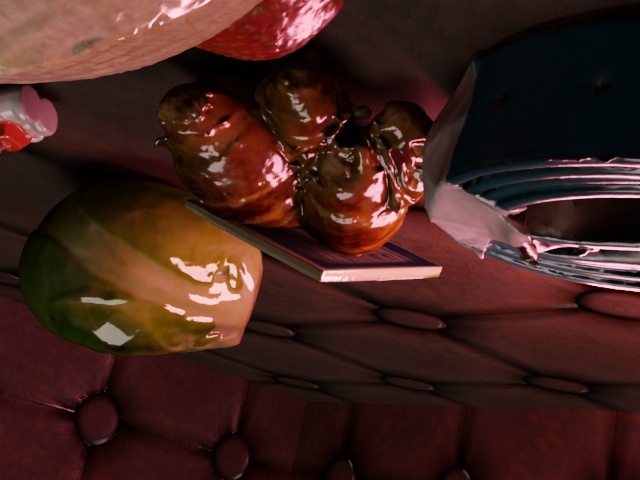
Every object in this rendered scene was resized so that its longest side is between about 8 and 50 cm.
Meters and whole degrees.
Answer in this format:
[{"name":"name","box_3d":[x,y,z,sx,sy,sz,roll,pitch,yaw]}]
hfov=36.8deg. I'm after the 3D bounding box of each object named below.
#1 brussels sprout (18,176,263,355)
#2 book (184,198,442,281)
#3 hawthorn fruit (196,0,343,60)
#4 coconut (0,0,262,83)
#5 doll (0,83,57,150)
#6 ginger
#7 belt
[{"name":"brussels sprout","box_3d":[-0.282,0.051,1.510,0.371,0.276,0.315,10,166,6]},{"name":"book","box_3d":[0.000,0.000,1.276,0.228,0.018,0.322,27,-166,30]},{"name":"hawthorn fruit","box_3d":[-0.092,-0.232,0.651,0.253,0.205,0.205,15,162,0]},{"name":"coconut","box_3d":[-0.137,-0.231,0.365,0.346,0.346,0.360,11,-168,7]},{"name":"doll","box_3d":[-0.497,-0.149,1.282,0.290,0.130,0.161,-9,162,17]},{"name":"ginger","box_3d":[-0.023,-0.093,1.091,0.357,0.152,0.274,18,161,-21]},{"name":"belt","box_3d":[0.307,-0.069,0.908,0.436,0.173,0.300,-1,154,35]}]
